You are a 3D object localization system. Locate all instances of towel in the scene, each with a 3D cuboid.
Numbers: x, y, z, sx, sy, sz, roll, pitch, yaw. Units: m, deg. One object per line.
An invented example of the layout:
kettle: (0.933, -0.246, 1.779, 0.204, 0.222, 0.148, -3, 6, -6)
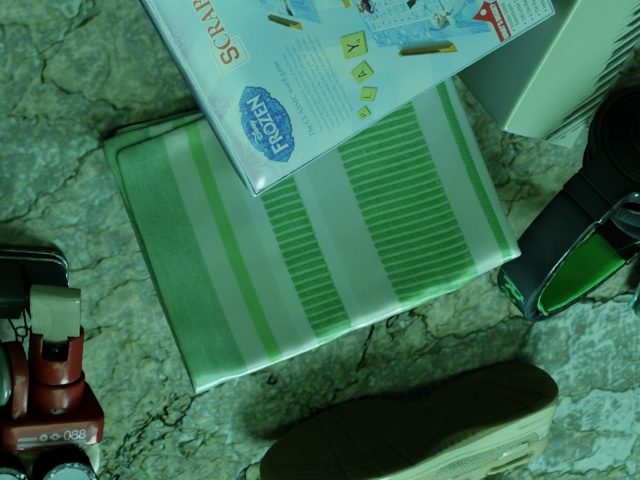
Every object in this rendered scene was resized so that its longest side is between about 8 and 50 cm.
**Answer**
towel: (-0.006, -0.035, 1.739, 0.325, 0.248, 0.038, -21, 173, -10)

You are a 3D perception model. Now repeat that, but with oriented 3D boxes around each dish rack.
dish rack: (-0.352, 0.132, 1.789, 0.208, 0.074, 0.271, 3, 125, -26)

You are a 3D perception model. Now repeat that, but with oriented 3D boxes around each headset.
headset: (0.349, -0.053, 1.856, 0.394, 0.185, 0.243, -44, 162, 5)

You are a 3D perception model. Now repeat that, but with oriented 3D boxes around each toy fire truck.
toy fire truck: (-0.290, 0.122, 1.672, 0.217, 0.158, 0.246, -2, 116, -22)

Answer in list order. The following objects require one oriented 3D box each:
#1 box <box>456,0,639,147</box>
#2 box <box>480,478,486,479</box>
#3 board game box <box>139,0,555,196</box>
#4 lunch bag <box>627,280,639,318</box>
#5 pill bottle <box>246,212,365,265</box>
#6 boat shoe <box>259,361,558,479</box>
box: (0.242, -0.231, 1.765, 0.094, 0.113, 0.275, 12, 120, -33)
box: (0.126, 0.434, 2.259, 0.322, 0.058, 0.232, -38, 132, 8)
board game box: (0.003, -0.247, 1.621, 0.318, 0.066, 0.319, -31, 123, -5)
lunch bag: (0.472, 0.026, 1.996, 0.160, 0.223, 0.262, 3, 122, -34)
pill bottle: (0.000, 0.000, 1.816, 0.221, 0.124, 0.124, -21, 131, -9)
boat shoe: (0.100, 0.234, 2.047, 0.341, 0.122, 0.110, -14, 129, -17)
